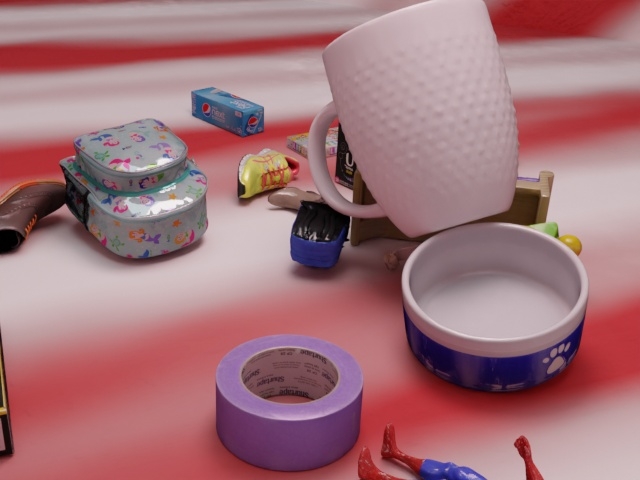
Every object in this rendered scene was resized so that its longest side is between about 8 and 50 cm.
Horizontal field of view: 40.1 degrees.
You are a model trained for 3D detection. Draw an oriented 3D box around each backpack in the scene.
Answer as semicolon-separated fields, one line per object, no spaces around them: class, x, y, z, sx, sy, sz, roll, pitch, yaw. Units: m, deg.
backpack;0.000;0.000;1.517;0.098;0.101;0.120;5;30;10
backpack;-0.321;-0.091;1.571;0.225;0.191;0.253;-21;50;-32

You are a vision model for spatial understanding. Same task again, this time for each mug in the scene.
mug;0.139;-0.170;1.436;0.374;0.328;0.276;-18;-3;32

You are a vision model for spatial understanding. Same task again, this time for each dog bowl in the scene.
dog bowl;0.252;0.092;1.286;0.264;0.104;0.265;-4;38;3

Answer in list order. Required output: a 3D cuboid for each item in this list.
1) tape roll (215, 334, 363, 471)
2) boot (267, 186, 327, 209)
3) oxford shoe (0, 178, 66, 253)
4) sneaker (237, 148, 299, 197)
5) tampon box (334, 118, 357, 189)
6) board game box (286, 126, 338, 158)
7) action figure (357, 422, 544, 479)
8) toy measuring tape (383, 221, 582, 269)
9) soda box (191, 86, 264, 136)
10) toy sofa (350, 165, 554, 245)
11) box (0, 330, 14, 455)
tape roll;-0.040;0.204;1.127;0.189;0.080;0.189;1;26;-1
boot;-0.035;-0.071;1.726;0.118;0.042;0.087;-9;31;-21
oxford shoe;-0.544;-0.029;1.563;0.098;0.097;0.271;36;42;17
sneaker;-0.106;-0.140;1.814;0.094;0.081;0.208;13;28;16
tampon box;0.109;-0.190;1.843;0.101;0.161;0.120;-19;33;-37
board game box;0.012;-0.230;2.065;0.154;0.026;0.103;-15;32;-32
action figure;0.181;0.261;0.977;0.280;0.139;0.091;21;33;28
toy measuring tape;0.272;0.047;1.471;0.330;0.121;0.121;-10;24;13
soda box;-0.234;-0.323;2.187;0.071;0.067;0.210;-21;36;-39
toy sofa;0.240;-0.072;1.631;0.362;0.150;0.177;7;28;10
box;-0.545;0.178;1.137;0.257;0.079;0.322;-9;29;-18
